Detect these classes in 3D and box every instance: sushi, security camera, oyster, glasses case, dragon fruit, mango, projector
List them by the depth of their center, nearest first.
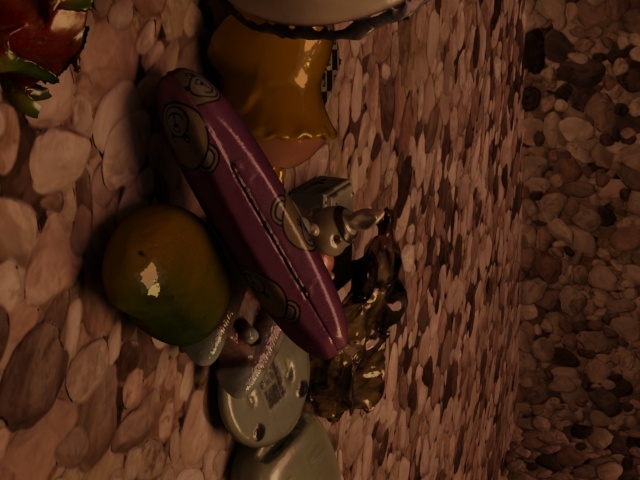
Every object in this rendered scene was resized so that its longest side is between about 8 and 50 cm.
[{"bbox_3d":[-0.219,-0.170,0.719,0.175,0.138,0.142,20,53,-51],"label":"dragon fruit"},{"bbox_3d":[-0.137,0.029,1.061,0.191,0.085,0.122,60,41,-65],"label":"mango"},{"bbox_3d":[-0.063,-0.021,1.097,0.316,0.076,0.123,61,-8,-22],"label":"glasses case"},{"bbox_3d":[-0.062,0.223,1.383,0.157,0.080,0.301,-42,126,-42],"label":"security camera"},{"bbox_3d":[-0.008,-0.237,1.452,0.126,0.026,0.120,-72,156,-43],"label":"sushi"},{"bbox_3d":[0.002,-0.001,1.515,0.115,0.061,0.147,-34,128,-65],"label":"projector"},{"bbox_3d":[0.045,0.134,1.536,0.221,0.096,0.361,-36,147,-54],"label":"oyster"}]

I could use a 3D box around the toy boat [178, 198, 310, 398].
[{"bbox_3d":[-0.067,0.049,1.240,0.155,0.085,0.227,50,49,-47],"label":"toy boat"}]

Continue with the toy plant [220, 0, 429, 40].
[{"bbox_3d":[-0.014,-0.346,0.850,0.332,0.247,0.247,71,31,-45],"label":"toy plant"}]

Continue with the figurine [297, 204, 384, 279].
[{"bbox_3d":[0.003,-0.002,1.375,0.081,0.146,0.098,-60,152,-52],"label":"figurine"}]

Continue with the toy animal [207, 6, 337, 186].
[{"bbox_3d":[-0.046,-0.157,1.187,0.156,0.156,0.230,-18,117,-70],"label":"toy animal"}]
